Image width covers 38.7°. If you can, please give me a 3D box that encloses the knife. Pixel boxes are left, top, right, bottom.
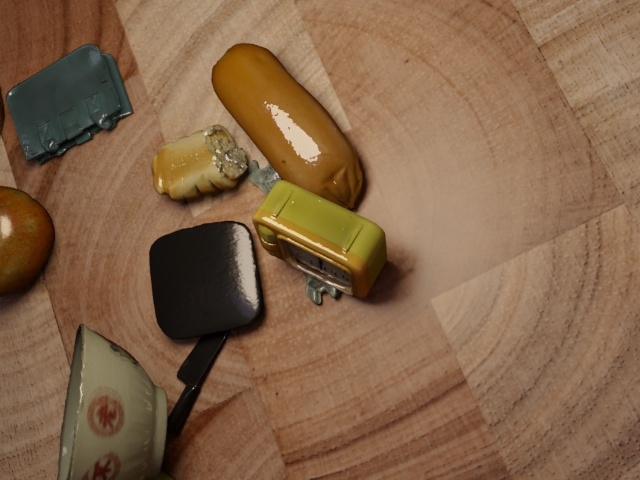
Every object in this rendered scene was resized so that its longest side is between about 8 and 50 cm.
[{"bbox_3d":[-0.218,0.223,1.580,0.060,0.028,0.230,27,86,33],"label":"knife"}]

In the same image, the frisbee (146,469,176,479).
[{"bbox_3d":[-0.315,0.503,1.557,0.236,0.017,0.235,-5,76,21],"label":"frisbee"}]

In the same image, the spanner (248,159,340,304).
[{"bbox_3d":[-0.049,-0.023,1.568,0.071,0.017,0.302,-31,68,13],"label":"spanner"}]

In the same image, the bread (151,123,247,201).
[{"bbox_3d":[-0.217,-0.134,1.625,0.177,0.084,0.119,-15,71,19],"label":"bread"}]

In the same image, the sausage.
[{"bbox_3d":[-0.052,-0.191,1.560,0.134,0.116,0.354,-40,70,-2],"label":"sausage"}]

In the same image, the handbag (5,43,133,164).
[{"bbox_3d":[-0.489,-0.261,1.781,0.229,0.062,0.179,-27,72,14],"label":"handbag"}]

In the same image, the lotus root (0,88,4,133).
[{"bbox_3d":[-0.737,-0.227,1.867,0.170,0.074,0.260,19,86,22],"label":"lotus root"}]

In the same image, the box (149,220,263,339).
[{"bbox_3d":[-0.202,0.069,1.595,0.213,0.042,0.201,-16,72,19],"label":"box"}]

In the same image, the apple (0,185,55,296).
[{"bbox_3d":[-0.619,-0.002,1.711,0.237,0.207,0.236,0,90,7],"label":"apple"}]

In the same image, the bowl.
[{"bbox_3d":[-0.341,0.311,1.505,0.158,0.337,0.337,7,78,-18],"label":"bowl"}]

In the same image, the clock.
[{"bbox_3d":[0.000,0.000,1.459,0.202,0.143,0.096,25,68,18],"label":"clock"}]
